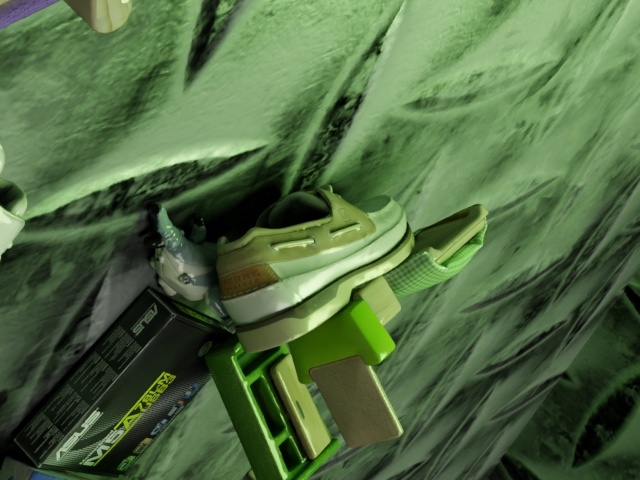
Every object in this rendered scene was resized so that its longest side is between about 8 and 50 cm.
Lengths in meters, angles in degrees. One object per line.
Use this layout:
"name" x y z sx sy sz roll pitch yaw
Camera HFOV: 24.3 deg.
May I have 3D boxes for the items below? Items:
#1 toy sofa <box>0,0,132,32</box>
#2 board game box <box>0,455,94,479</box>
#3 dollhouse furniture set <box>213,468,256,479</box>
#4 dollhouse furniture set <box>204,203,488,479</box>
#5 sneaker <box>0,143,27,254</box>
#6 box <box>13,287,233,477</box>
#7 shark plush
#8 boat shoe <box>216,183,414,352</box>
"toy sofa" -0.270 -0.089 0.678 0.362 0.150 0.177 -34 155 -30
"board game box" -0.207 0.400 1.424 0.318 0.066 0.318 23 83 -34
"dollhouse furniture set" -0.117 0.473 1.970 0.303 0.174 0.355 -39 158 -16
"dollhouse furniture set" 0.060 0.102 1.489 0.197 0.151 0.301 -20 -170 35
"sneaker" -0.244 0.011 1.003 0.115 0.090 0.232 -36 158 -35
"box" -0.179 0.142 1.423 0.191 0.045 0.184 -48 162 1
"shark plush" -0.123 0.005 1.312 0.067 0.073 0.161 -61 141 -15
"boat shoe" 0.000 0.000 1.395 0.113 0.103 0.302 -20 -171 27
